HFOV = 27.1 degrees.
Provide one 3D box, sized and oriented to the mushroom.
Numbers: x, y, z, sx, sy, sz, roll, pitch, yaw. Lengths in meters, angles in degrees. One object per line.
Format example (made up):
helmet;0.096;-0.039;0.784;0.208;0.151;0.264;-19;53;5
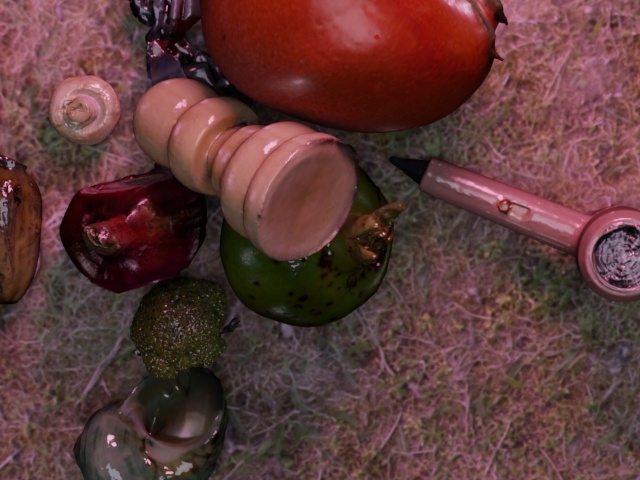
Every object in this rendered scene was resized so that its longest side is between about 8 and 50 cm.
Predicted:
mushroom;-0.274;-0.151;1.538;0.083;0.067;0.084;0;103;2

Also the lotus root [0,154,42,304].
lotus root;-0.371;-0.012;1.546;0.080;0.089;0.179;15;106;35

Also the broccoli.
broccoli;-0.162;0.103;1.568;0.131;0.130;0.120;-47;140;-3

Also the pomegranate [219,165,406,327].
pomegranate;0.000;0.000;1.498;0.211;0.263;0.211;-5;99;-38

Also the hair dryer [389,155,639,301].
hair dryer;0.237;-0.029;1.554;0.344;0.189;0.107;21;97;8

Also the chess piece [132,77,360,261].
chess piece;-0.094;-0.091;1.408;0.142;0.261;0.143;-27;133;-34

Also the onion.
onion;-0.216;0.001;1.504;0.173;0.198;0.135;-14;106;16

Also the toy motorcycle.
toy motorcycle;-0.148;-0.209;1.530;0.122;0.082;0.213;-10;102;-1

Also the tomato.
tomato;0.027;-0.267;1.434;0.272;0.341;0.341;-23;101;31

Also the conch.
conch;-0.203;0.243;1.581;0.188;0.122;0.176;-3;81;-6
